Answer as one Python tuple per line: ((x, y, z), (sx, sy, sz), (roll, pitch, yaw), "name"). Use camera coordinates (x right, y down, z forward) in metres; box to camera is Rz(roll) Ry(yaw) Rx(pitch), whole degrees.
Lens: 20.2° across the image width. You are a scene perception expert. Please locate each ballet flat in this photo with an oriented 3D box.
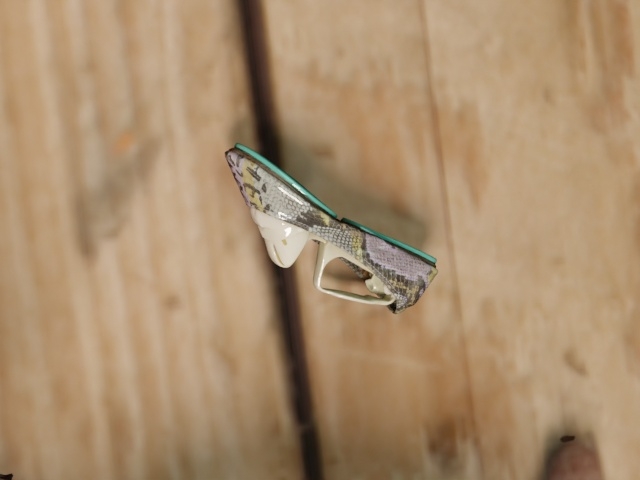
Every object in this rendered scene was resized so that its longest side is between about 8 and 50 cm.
((0.000, 0.000, 0.787), (0.114, 0.041, 0.041), (30, 70, -23), "ballet flat")

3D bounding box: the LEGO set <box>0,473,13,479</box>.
((-0.227, 0.117, 0.516), (0.331, 0.255, 0.192), (29, 98, -12), "LEGO set")
